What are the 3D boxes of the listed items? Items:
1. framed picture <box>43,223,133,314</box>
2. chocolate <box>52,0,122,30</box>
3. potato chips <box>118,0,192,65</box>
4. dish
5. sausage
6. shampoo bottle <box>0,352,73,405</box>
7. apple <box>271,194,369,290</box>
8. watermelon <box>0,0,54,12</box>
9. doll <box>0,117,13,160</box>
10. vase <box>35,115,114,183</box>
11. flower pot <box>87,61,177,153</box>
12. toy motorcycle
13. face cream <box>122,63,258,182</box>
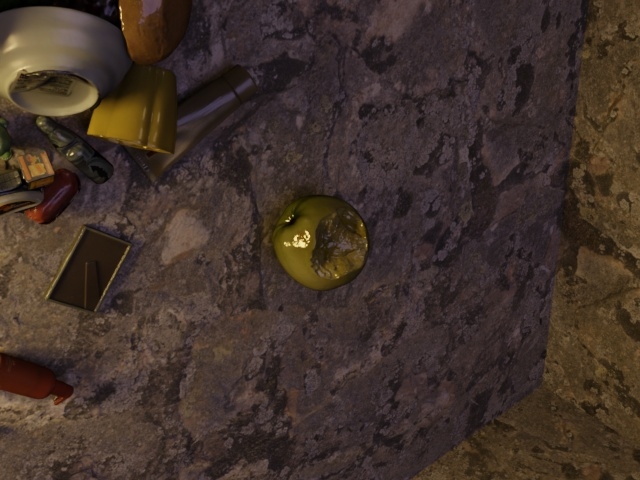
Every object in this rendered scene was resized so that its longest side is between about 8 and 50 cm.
[{"bbox_3d":[-0.559,0.073,1.937,0.150,0.015,0.203,26,94,-47],"label":"framed picture"},{"bbox_3d":[-0.396,-0.532,1.604,0.225,0.210,0.340,18,99,-45],"label":"chocolate"},{"bbox_3d":[-0.308,-0.436,1.551,0.195,0.062,0.208,16,98,-64],"label":"potato chips"},{"bbox_3d":[-0.517,-0.319,1.551,0.316,0.316,0.106,13,62,-46],"label":"dish"},{"bbox_3d":[-0.591,-0.098,1.771,0.141,0.076,0.076,-51,137,-5],"label":"sausage"},{"bbox_3d":[-0.694,0.335,1.913,0.085,0.085,0.244,-55,138,-3],"label":"shampoo bottle"},{"bbox_3d":[0.000,0.000,2.242,0.279,0.279,0.279,-21,126,-33],"label":"apple"},{"bbox_3d":[-0.574,-0.503,1.473,0.188,0.188,0.214,3,117,-43],"label":"watermelon"},{"bbox_3d":[-0.704,-0.201,1.621,0.150,0.077,0.115,-3,77,-30],"label":"doll"},{"bbox_3d":[-0.543,-0.205,1.761,0.060,0.060,0.211,-50,137,-9],"label":"vase"},{"bbox_3d":[-0.399,-0.294,1.763,0.195,0.195,0.179,12,91,-45],"label":"flower pot"},{"bbox_3d":[-0.684,-0.097,1.634,0.263,0.091,0.157,-20,166,-27],"label":"toy motorcycle"},{"bbox_3d":[-0.305,-0.290,1.926,0.341,0.084,0.137,-40,135,-8],"label":"face cream"}]
